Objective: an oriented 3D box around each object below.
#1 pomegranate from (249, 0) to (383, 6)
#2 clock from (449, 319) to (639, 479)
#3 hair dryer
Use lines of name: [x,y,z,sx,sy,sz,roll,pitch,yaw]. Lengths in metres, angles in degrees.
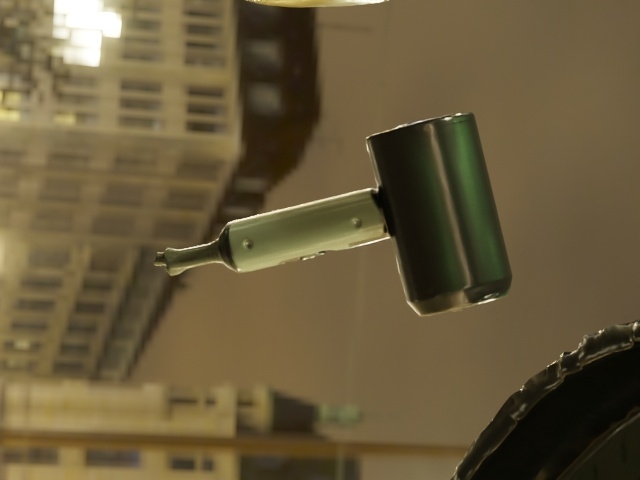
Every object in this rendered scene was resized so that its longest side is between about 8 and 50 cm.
pomegranate: [0.013,-0.285,1.021,0.332,0.333,0.332,-176,-90,-77]
clock: [0.071,0.163,0.420,0.312,0.061,0.312,-164,-90,-73]
hair dryer: [0.000,0.000,1.052,0.057,0.198,0.100,-11,89,-66]
